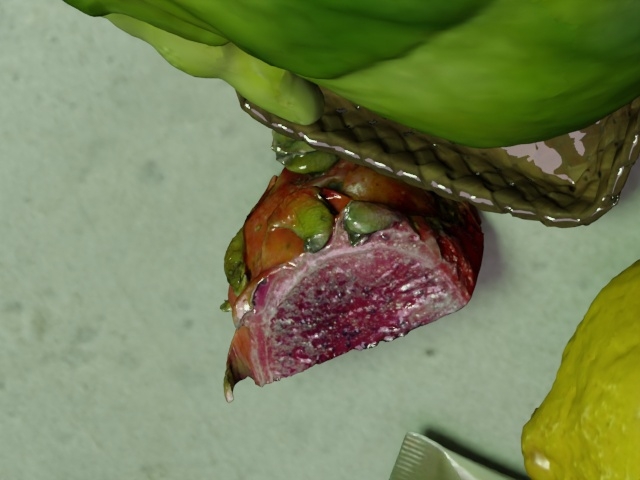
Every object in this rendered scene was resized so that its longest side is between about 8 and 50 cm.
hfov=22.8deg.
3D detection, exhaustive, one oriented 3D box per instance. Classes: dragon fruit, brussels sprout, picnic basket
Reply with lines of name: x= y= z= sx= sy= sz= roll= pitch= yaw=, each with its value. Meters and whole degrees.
dragon fruit: x=0.000 y=0.000 z=0.781 sx=0.147 sy=0.102 sz=0.096 roll=-22 pitch=124 yaw=11
brussels sprout: x=0.016 y=-0.201 z=0.565 sx=0.371 sy=0.276 sz=0.315 roll=22 pitch=160 yaw=4
picnic basket: x=0.061 y=-0.081 z=0.749 sx=0.193 sy=0.055 sz=0.110 roll=21 pitch=118 yaw=1

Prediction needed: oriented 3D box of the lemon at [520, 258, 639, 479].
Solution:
lemon: x=0.223 y=0.088 z=0.725 sx=0.260 sy=0.204 sz=0.204 roll=1 pitch=119 yaw=8

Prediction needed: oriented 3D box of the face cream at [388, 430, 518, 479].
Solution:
face cream: x=0.189 y=0.216 z=0.879 sx=0.341 sy=0.084 sz=0.137 roll=22 pitch=130 yaw=7
